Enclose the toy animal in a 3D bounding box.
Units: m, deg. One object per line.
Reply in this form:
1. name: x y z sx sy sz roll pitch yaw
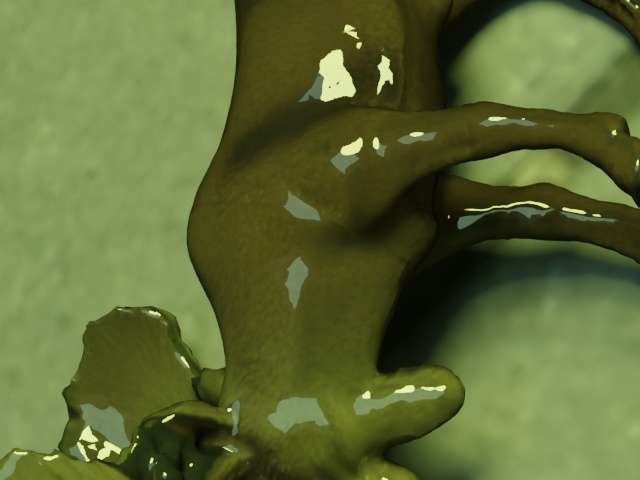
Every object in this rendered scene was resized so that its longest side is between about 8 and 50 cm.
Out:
1. toy animal: 0.000 0.000 0.457 0.186 0.094 0.214 -9 63 21
